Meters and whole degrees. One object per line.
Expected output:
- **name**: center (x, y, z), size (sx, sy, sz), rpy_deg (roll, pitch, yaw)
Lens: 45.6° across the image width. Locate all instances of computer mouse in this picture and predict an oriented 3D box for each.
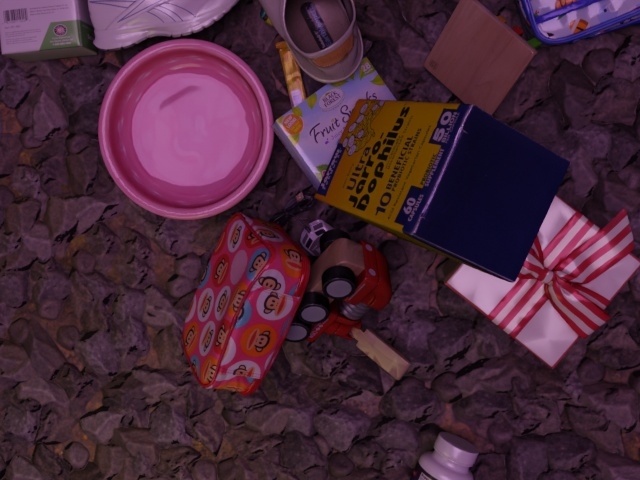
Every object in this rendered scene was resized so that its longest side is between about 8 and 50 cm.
- **computer mouse**: center (0.000, 0.000, 1.438), size (0.106, 0.042, 0.193), rpy_deg (-42, 89, 19)

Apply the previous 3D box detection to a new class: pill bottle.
- **pill bottle**: center (0.218, 0.460, 1.411), size (0.108, 0.108, 0.193), rpy_deg (24, 96, 4)

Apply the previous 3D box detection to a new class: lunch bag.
- **lunch bag**: center (0.484, -0.474, 1.320), size (0.303, 0.115, 0.243), rpy_deg (-19, 94, 8)
- **lunch bag**: center (-0.151, 0.104, 1.375), size (0.120, 0.258, 0.293), rpy_deg (18, 105, -32)

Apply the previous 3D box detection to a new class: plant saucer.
- **plant saucer**: center (-0.246, -0.206, 1.433), size (0.332, 0.084, 0.332), rpy_deg (0, 94, 6)

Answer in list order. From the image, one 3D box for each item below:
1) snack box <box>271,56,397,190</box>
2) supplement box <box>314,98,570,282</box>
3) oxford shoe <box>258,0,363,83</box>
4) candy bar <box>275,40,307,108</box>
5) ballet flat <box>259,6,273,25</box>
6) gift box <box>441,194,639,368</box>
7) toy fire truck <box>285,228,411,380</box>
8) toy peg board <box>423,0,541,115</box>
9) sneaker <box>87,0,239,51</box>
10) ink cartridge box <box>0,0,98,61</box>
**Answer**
- **snack box**: center (0.045, -0.198, 1.371), size (0.207, 0.070, 0.174), rpy_deg (-36, 95, -12)
- **supplement box**: center (0.169, -0.092, 1.187), size (0.195, 0.356, 0.194), rpy_deg (24, 91, -24)
- **oxford shoe**: center (-0.069, -0.474, 1.287), size (0.169, 0.130, 0.449), rpy_deg (-32, 86, 2)
- **candy bar**: center (-0.049, -0.301, 1.436), size (0.040, 0.018, 0.161), rpy_deg (-12, 93, 11)
- **ballet flat**: center (-0.055, -0.509, 1.404), size (0.077, 0.077, 0.231), rpy_deg (9, 98, -15)
- **gift box**: center (0.365, 0.025, 1.291), size (0.255, 0.258, 0.276), rpy_deg (34, 98, 3)
- **toy fire truck**: center (0.070, 0.129, 1.378), size (0.246, 0.158, 0.217), rpy_deg (23, 130, -25)
- **toy peg board**: center (0.294, -0.329, 1.346), size (0.160, 0.079, 0.161), rpy_deg (46, 139, 14)
- **sneaker**: center (-0.292, -0.436, 1.392), size (0.297, 0.111, 0.129), rpy_deg (-11, 117, 5)
- **ink cartridge box**: center (-0.521, -0.462, 1.441), size (0.160, 0.092, 0.219), rpy_deg (-4, 93, 6)
